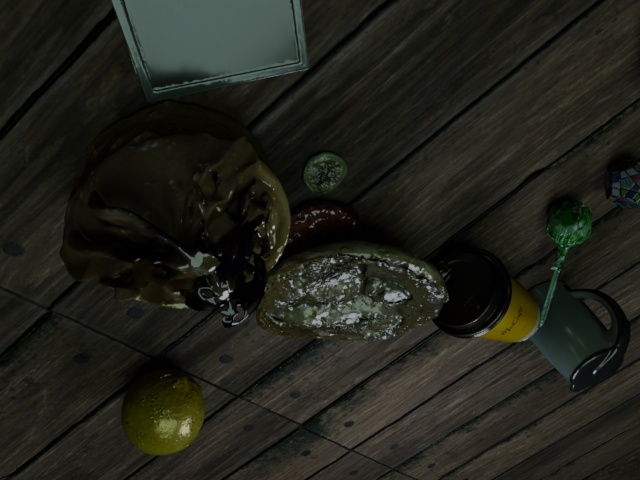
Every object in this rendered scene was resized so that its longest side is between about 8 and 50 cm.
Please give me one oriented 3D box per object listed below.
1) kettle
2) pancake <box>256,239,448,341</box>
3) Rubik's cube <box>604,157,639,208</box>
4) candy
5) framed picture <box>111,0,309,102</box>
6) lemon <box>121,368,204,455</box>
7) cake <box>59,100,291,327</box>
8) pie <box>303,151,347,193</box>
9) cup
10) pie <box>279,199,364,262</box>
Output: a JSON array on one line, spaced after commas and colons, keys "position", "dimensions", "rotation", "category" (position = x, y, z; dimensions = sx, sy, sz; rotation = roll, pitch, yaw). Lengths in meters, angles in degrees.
[{"position": [0.620, 0.212, 1.216], "dimensions": [0.161, 0.236, 0.221], "rotation": [16, 121, -27], "category": "kettle"}, {"position": [0.057, 0.117, 1.013], "dimensions": [0.388, 0.082, 0.386], "rotation": [-3, 143, -2], "category": "pancake"}, {"position": [0.655, -0.120, 1.058], "dimensions": [0.093, 0.111, 0.111], "rotation": [0, 132, 14], "category": "Rubik's cube"}, {"position": [0.535, 0.064, 1.136], "dimensions": [0.097, 0.097, 0.323], "rotation": [-5, 117, -14], "category": "candy"}, {"position": [-0.148, -0.311, 0.700], "dimensions": [0.253, 0.014, 0.196], "rotation": [-14, 130, -7], "category": "framed picture"}, {"position": [-0.334, 0.363, 1.077], "dimensions": [0.174, 0.173, 0.206], "rotation": [12, 114, -26], "category": "lemon"}, {"position": [-0.194, -0.003, 0.734], "dimensions": [0.333, 0.321, 0.332], "rotation": [-8, 127, -11], "category": "cake"}, {"position": [0.007, -0.120, 0.898], "dimensions": [0.084, 0.021, 0.084], "rotation": [-9, 129, -11], "category": "pie"}, {"position": [0.373, 0.140, 1.124], "dimensions": [0.280, 0.196, 0.196], "rotation": [26, 116, -40], "category": "cup"}, {"position": [0.000, 0.000, 0.974], "dimensions": [0.183, 0.049, 0.182], "rotation": [-8, 128, -11], "category": "pie"}]
